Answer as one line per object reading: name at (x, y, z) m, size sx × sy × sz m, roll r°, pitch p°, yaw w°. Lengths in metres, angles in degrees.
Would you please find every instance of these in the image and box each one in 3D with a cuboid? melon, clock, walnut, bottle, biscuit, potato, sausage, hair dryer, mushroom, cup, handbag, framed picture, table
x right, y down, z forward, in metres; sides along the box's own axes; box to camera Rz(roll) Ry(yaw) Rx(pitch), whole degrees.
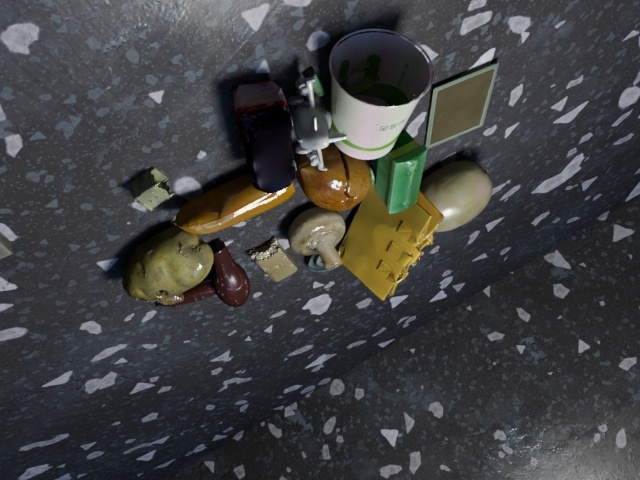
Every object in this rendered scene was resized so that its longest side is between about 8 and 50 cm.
melon at (0.480, -0.162, 2.108) m, size 0.317 × 0.223 × 0.223 m, roll -35°, pitch 151°, yaw 2°
clock at (0.042, 0.044, 2.238) m, size 0.215 × 0.042 × 0.215 m, roll -22°, pitch 151°, yaw -13°
walnut at (0.034, -0.184, 1.704) m, size 0.203 × 0.203 × 0.298 m, roll -45°, pitch 155°, yaw 27°
bottle at (-0.014, -0.402, 1.481) m, size 0.030 × 0.030 × 0.083 m, roll -32°, pitch 152°, yaw 6°
biscuit at (-0.166, 0.075, 2.083) m, size 0.108 × 0.062 × 0.239 m, roll -30°, pitch 151°, yaw 2°
potato at (-0.459, 0.075, 1.714) m, size 0.296 × 0.191 × 0.141 m, roll -29°, pitch -167°, yaw 9°
sausage at (-0.245, -0.109, 1.640) m, size 0.354 × 0.134 × 0.116 m, roll -24°, pitch 147°, yaw -9°
hair dryer at (-0.424, 0.149, 1.967) m, size 0.340 × 0.123 × 0.312 m, roll -17°, pitch 140°, yaw 1°
mushroom at (0.000, 0.000, 1.953) m, size 0.207 × 0.215 × 0.207 m, roll -23°, pitch 159°, yaw -9°
cup at (0.135, -0.358, 1.483) m, size 0.253 × 0.253 × 0.274 m, roll -20°, pitch 156°, yaw -15°
handbag at (0.245, -0.011, 2.038) m, size 0.133 × 0.283 × 0.401 m, roll -6°, pitch 135°, yaw -40°
framed picture at (0.446, -0.429, 1.857) m, size 0.232 × 0.019 × 0.296 m, roll -23°, pitch 152°, yaw -9°
table at (-0.439, -0.134, 1.504) m, size 0.083 × 0.062 × 0.079 m, roll -33°, pitch 152°, yaw 7°

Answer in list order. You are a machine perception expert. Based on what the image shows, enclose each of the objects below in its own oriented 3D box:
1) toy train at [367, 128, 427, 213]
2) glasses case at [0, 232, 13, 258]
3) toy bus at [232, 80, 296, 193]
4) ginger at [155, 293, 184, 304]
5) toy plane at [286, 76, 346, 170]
toy train at (0.221, -0.232, 1.789) m, size 0.120 × 0.202 × 0.301 m, roll -26°, pitch 151°, yaw -14°
glasses case at (-0.876, 0.043, 1.420) m, size 0.205 × 0.047 × 0.071 m, roll -25°, pitch 147°, yaw -6°
toy bus at (-0.139, -0.260, 1.474) m, size 0.127 × 0.147 × 0.303 m, roll -16°, pitch 151°, yaw -7°
ginger at (-0.480, 0.128, 1.863) m, size 0.104 × 0.080 × 0.204 m, roll 18°, pitch 127°, yaw -5°
toy plane at (-0.015, -0.290, 1.454) m, size 0.117 × 0.245 × 0.245 m, roll -13°, pitch 150°, yaw -5°
